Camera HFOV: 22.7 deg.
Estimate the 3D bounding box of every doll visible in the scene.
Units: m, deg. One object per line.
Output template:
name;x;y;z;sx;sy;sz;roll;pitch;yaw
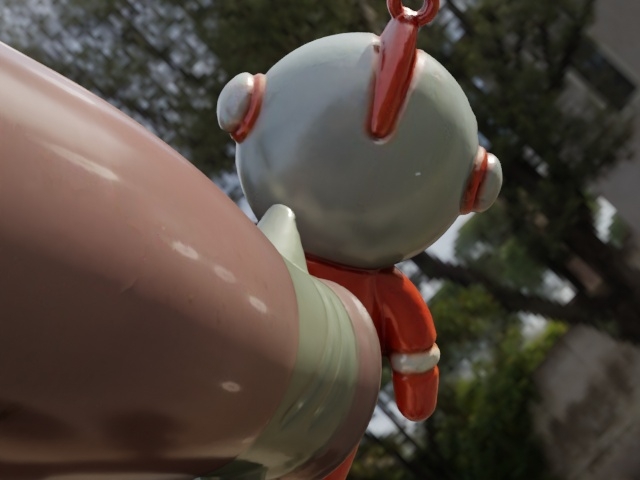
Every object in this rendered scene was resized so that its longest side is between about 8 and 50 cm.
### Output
doll;0.000;0.000;0.952;0.105;0.200;0.336;-88;16;-70

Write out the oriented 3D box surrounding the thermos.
thermos;-0.086;0.037;0.555;0.265;0.146;0.176;28;-115;-49
